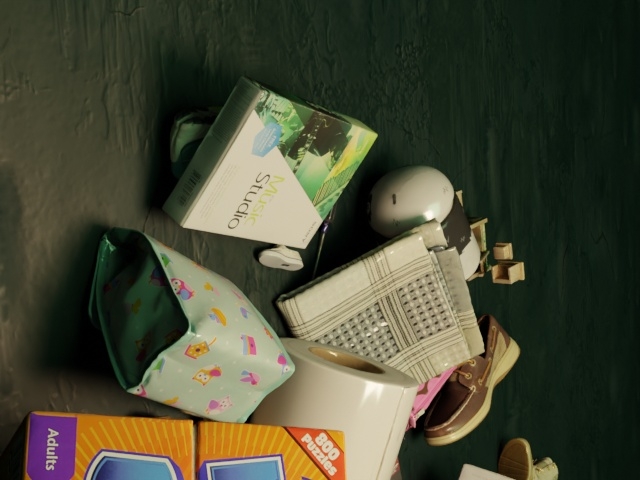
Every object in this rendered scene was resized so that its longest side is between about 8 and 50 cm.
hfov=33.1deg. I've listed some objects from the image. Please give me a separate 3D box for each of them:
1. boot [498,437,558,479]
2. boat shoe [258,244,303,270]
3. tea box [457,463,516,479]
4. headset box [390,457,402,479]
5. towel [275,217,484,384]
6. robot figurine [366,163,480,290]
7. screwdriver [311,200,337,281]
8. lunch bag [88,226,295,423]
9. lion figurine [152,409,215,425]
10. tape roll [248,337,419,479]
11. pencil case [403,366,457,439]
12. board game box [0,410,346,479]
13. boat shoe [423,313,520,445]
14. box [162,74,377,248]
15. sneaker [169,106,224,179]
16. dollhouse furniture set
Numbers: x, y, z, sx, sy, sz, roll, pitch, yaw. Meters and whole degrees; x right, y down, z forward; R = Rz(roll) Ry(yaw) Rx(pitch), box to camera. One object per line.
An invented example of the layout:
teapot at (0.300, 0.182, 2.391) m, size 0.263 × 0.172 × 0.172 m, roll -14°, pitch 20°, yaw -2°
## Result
boot at (0.478, 0.523, 2.453) m, size 0.165 × 0.077 × 0.213 m, roll -23°, pitch 115°, yaw -47°
boat shoe at (-0.068, 0.024, 1.788) m, size 0.100 × 0.035 × 0.035 m, roll 14°, pitch 54°, yaw -47°
tea box at (0.339, 0.666, 2.110) m, size 0.324 × 0.220 × 0.329 m, roll -64°, pitch 156°, yaw -24°
headset box at (0.055, 0.518, 1.905) m, size 0.218 × 0.110 × 0.293 m, roll -30°, pitch 115°, yaw -46°
towel at (0.120, 0.152, 1.880) m, size 0.324 × 0.056 × 0.312 m, roll -28°, pitch 119°, yaw -8°
robot figurine at (0.190, -0.008, 1.993) m, size 0.173 × 0.209 × 0.278 m, roll -34°, pitch 124°, yaw -9°
screwdriver at (0.000, 0.000, 1.883) m, size 0.024 × 0.025 × 0.170 m, roll 20°, pitch 86°, yaw -50°
lunch bag at (-0.194, 0.108, 1.504) m, size 0.160 × 0.262 × 0.223 m, roll -46°, pitch 138°, yaw 14°
lion figurine at (-0.141, 0.391, 1.633) m, size 0.240 × 0.142 × 0.392 m, roll -11°, pitch 95°, yaw -71°
tape roll at (0.018, 0.270, 1.716) m, size 0.246 × 0.246 × 0.169 m, roll 14°, pitch 94°, yaw -50°
pencil case at (0.185, 0.276, 2.059) m, size 0.209 × 0.098 × 0.095 m, roll -47°, pitch 127°, yaw -39°
board game box at (-0.195, 0.421, 1.232) m, size 0.356 × 0.356 × 0.357 m, roll 7°, pitch 65°, yaw -22°
boat shoe at (0.289, 0.274, 2.185) m, size 0.342 × 0.123 × 0.123 m, roll -45°, pitch 111°, yaw -39°
box at (-0.068, -0.108, 1.646) m, size 0.322 × 0.058 × 0.232 m, roll 9°, pitch 117°, yaw -57°
sneaker at (-0.128, -0.151, 1.670) m, size 0.275 × 0.107 × 0.110 m, roll -10°, pitch 119°, yaw -45°
dollhouse furniture set at (0.339, -0.017, 2.178) m, size 0.101 × 0.161 × 0.182 m, roll -22°, pitch 110°, yaw -48°
